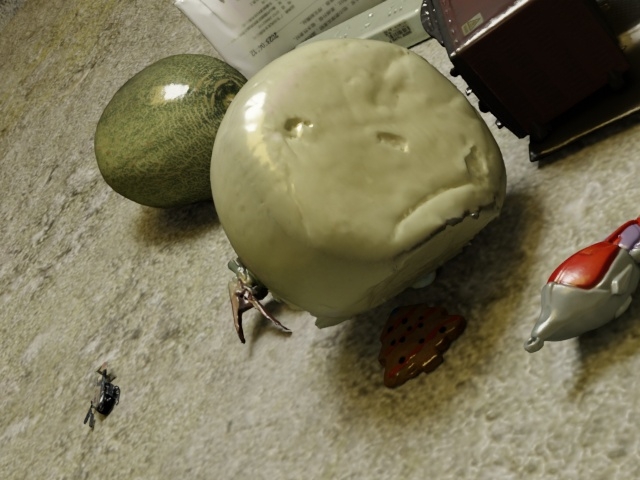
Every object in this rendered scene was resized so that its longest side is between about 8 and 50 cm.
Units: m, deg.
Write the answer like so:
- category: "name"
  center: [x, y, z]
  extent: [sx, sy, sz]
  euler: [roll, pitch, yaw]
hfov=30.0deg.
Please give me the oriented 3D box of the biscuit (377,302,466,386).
- category: "biscuit"
  center: [0.106, 0.112, 1.389]
  extent: [0.119, 0.019, 0.130]
  euler: [-41, 28, 1]

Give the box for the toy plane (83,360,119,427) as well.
- category: "toy plane"
  center: [-0.320, 0.219, 1.750]
  extent: [0.049, 0.031, 0.120]
  euler: [-38, 31, 24]

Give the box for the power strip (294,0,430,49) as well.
- category: "power strip"
  center: [0.064, -0.332, 2.008]
  extent: [0.338, 0.058, 0.098]
  euler: [-21, 35, 33]

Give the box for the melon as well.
- category: "melon"
  center: [-0.236, -0.175, 1.969]
  extent: [0.329, 0.248, 0.248]
  euler: [-16, 38, 44]

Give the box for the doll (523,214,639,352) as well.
- category: "doll"
  center: [0.284, 0.038, 1.218]
  extent: [0.227, 0.075, 0.102]
  euler: [-43, 13, -23]

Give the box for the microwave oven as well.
- category: "microwave oven"
  center: [0.249, -0.275, 1.505]
  extent: [0.188, 0.178, 0.247]
  euler: [-37, 34, 21]

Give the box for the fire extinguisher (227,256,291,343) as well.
- category: "fire extinguisher"
  center: [0.000, 0.000, 1.602]
  extent: [0.337, 0.106, 0.147]
  euler: [-41, 53, 3]

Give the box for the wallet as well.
- category: "wallet"
  center: [0.375, -0.247, 1.537]
  extent: [0.247, 0.041, 0.323]
  euler: [-26, 34, 29]

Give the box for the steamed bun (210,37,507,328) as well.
- category: "steamed bun"
  center: [0.029, -0.070, 1.424]
  extent: [0.334, 0.312, 0.233]
  euler: [-19, -21, -30]

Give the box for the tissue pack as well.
- category: "tissue pack"
  center: [-0.065, -0.466, 2.131]
  extent: [0.356, 0.266, 0.194]
  euler: [-36, 29, 8]
